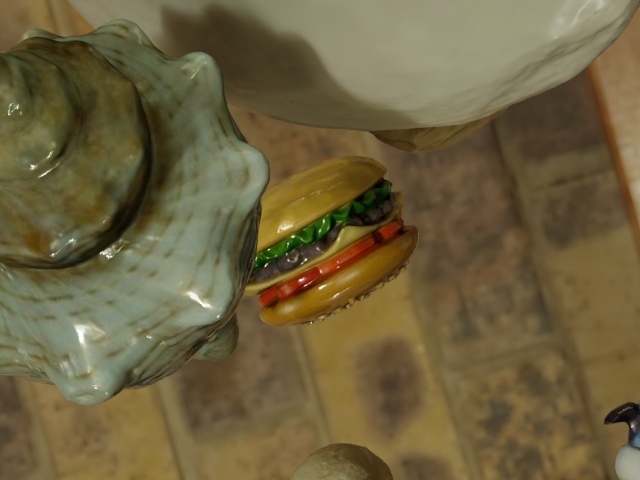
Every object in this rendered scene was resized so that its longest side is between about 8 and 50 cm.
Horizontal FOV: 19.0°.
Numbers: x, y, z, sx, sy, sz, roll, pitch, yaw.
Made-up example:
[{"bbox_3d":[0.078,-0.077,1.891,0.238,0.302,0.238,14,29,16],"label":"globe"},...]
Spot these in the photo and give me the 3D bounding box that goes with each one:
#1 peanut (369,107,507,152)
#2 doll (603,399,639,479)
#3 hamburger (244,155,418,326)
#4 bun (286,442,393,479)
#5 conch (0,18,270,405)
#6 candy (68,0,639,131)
[{"bbox_3d":[0.050,-0.152,1.372,0.110,0.233,0.196,-97,30,-46],"label":"peanut"},{"bbox_3d":[0.355,0.109,1.564,0.177,0.314,0.141,32,176,-4],"label":"doll"},{"bbox_3d":[0.000,0.000,1.536,0.115,0.162,0.162,61,177,-4],"label":"hamburger"},{"bbox_3d":[0.008,0.293,1.603,0.210,0.116,0.237,-4,-73,-67],"label":"bun"},{"bbox_3d":[-0.113,0.014,1.008,0.386,0.203,0.169,68,-178,-50],"label":"conch"},{"bbox_3d":[-0.011,-0.226,1.083,0.186,0.427,0.386,-51,-25,-43],"label":"candy"}]
